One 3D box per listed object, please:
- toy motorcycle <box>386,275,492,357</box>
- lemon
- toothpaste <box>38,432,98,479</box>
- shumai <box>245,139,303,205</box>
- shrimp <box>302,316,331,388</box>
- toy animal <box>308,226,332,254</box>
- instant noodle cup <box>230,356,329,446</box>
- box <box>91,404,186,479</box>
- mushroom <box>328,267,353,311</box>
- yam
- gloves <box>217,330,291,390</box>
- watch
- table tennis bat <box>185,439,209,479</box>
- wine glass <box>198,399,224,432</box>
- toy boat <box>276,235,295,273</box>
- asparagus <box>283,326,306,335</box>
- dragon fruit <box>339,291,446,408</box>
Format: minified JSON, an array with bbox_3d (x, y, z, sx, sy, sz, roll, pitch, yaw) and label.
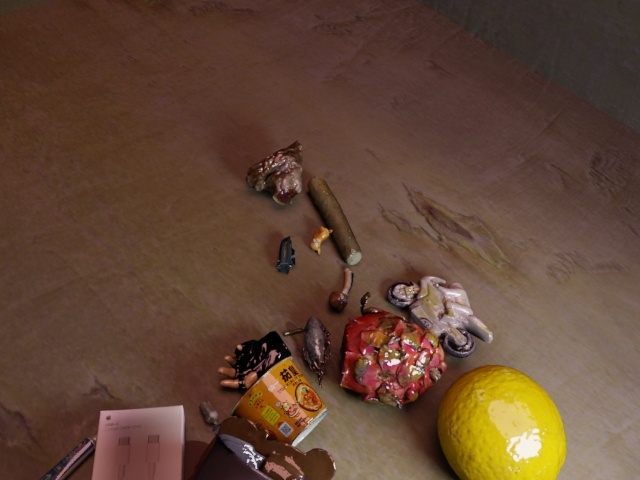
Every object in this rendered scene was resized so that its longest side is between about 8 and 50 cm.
[{"bbox_3d":[0.379,0.214,2.058,0.223,0.107,0.341,-27,51,-25],"label":"toy motorcycle"},{"bbox_3d":[0.454,0.485,1.696,0.337,0.336,0.335,6,47,-7],"label":"lemon"},{"bbox_3d":[-0.603,0.536,1.600,0.057,0.034,0.197,21,46,29],"label":"toothpaste"},{"bbox_3d":[-0.131,-0.216,2.337,0.218,0.184,0.185,-37,98,-49],"label":"shumai"},{"bbox_3d":[-0.011,0.319,1.904,0.090,0.079,0.232,-21,48,17],"label":"shrimp"},{"bbox_3d":[0.000,0.000,2.206,0.081,0.060,0.083,-11,36,25],"label":"toy animal"},{"bbox_3d":[-0.095,0.428,1.702,0.172,0.215,0.216,44,53,14],"label":"instant noodle cup"},{"bbox_3d":[-0.427,0.529,1.583,0.204,0.106,0.251,-2,43,-7],"label":"box"},{"bbox_3d":[0.070,0.154,2.092,0.060,0.061,0.187,31,36,-1],"label":"mushroom"},{"bbox_3d":[0.048,-0.073,2.273,0.083,0.083,0.371,-11,54,-21],"label":"yam"},{"bbox_3d":[-0.184,0.337,1.823,0.203,0.124,0.164,-34,27,-7],"label":"gloves"},{"bbox_3d":[-0.155,0.545,1.436,0.335,0.327,0.314,29,79,17],"label":"watch"},{"bbox_3d":[-0.338,0.603,1.605,0.154,0.021,0.274,23,46,10],"label":"table tennis bat"},{"bbox_3d":[-0.283,0.455,1.739,0.039,0.042,0.083,5,36,-49],"label":"wine glass"},{"bbox_3d":[-0.107,0.038,2.150,0.060,0.055,0.141,2,47,0],"label":"toy boat"},{"bbox_3d":[-0.057,0.264,1.982,0.115,0.014,0.015,-12,68,-23],"label":"asparagus"},{"bbox_3d":[0.200,0.316,1.839,0.291,0.250,0.269,3,29,-2],"label":"dragon fruit"}]
